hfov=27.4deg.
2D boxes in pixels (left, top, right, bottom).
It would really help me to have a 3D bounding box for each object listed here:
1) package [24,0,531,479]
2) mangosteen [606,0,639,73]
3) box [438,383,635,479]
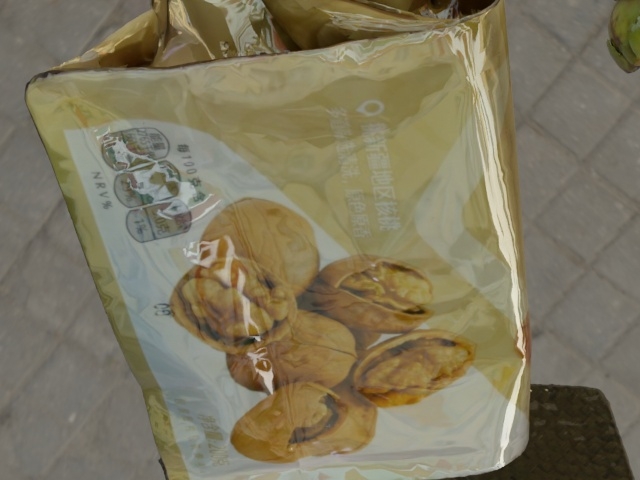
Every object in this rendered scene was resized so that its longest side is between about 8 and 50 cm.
[{"bbox_3d":[-0.005,-0.022,0.714,0.221,0.165,0.311,-8,133,6],"label":"package"},{"bbox_3d":[0.260,-0.173,0.850,0.180,0.166,0.166,12,106,-8],"label":"mangosteen"},{"bbox_3d":[0.071,0.210,0.909,0.273,0.184,0.143,0,134,-9],"label":"box"}]
